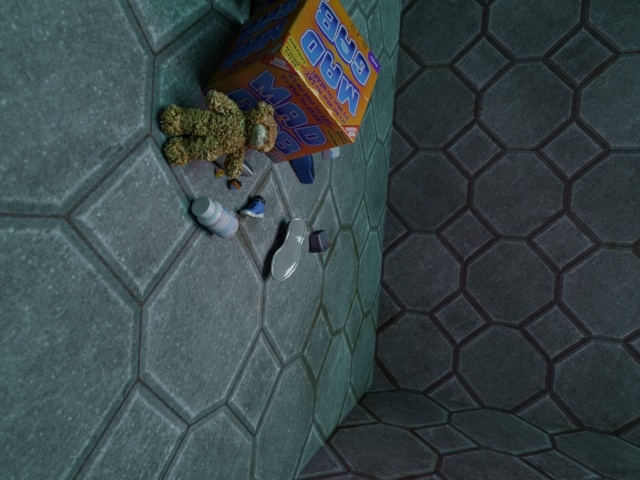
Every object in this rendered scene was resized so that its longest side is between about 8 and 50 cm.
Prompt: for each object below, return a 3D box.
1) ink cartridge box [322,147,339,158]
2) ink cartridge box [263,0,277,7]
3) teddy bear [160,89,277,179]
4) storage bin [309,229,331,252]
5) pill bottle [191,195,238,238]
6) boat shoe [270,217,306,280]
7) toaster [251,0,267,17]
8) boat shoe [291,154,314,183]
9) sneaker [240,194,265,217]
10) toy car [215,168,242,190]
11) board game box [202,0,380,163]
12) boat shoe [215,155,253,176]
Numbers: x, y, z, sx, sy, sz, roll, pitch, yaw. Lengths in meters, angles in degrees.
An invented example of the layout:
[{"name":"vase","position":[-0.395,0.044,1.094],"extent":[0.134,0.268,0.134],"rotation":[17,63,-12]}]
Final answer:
[{"name":"ink cartridge box","position":[0.056,-0.486,2.271],"extent":[0.122,0.052,0.089],"rotation":[-34,126,-61]},{"name":"ink cartridge box","position":[-0.193,-0.987,1.393],"extent":[0.324,0.071,0.330],"rotation":[41,56,-38]},{"name":"teddy bear","position":[-0.281,-0.303,1.221],"extent":[0.337,0.113,0.245],"rotation":[8,100,-26]},{"name":"storage bin","position":[0.000,0.000,2.200],"extent":[0.135,0.098,0.091],"rotation":[-37,118,-61]},{"name":"pill bottle","position":[-0.335,-0.074,1.354],"extent":[0.160,0.087,0.087],"rotation":[51,49,-59]},{"name":"boat shoe","position":[-0.144,0.045,1.832],"extent":[0.114,0.091,0.303],"rotation":[33,60,-15]},{"name":"toaster","position":[-0.171,-0.803,1.570],"extent":[0.168,0.110,0.186],"rotation":[17,79,-68]},{"name":"boat shoe","position":[-0.080,-0.359,1.934],"extent":[0.258,0.108,0.089],"rotation":[88,10,-63]},{"name":"sneaker","position":[-0.249,-0.130,1.589],"extent":[0.152,0.058,0.085],"rotation":[0,100,-72]},{"name":"toy car","position":[-0.319,-0.210,1.459],"extent":[0.040,0.060,0.122],"rotation":[-43,137,10]},{"name":"board game box","position":[-0.080,-0.526,1.383],"extent":[0.356,0.356,0.357],"rotation":[42,56,-38]},{"name":"boat shoe","position":[-0.304,-0.281,1.377],"extent":[0.254,0.095,0.079],"rotation":[27,63,-51]}]
